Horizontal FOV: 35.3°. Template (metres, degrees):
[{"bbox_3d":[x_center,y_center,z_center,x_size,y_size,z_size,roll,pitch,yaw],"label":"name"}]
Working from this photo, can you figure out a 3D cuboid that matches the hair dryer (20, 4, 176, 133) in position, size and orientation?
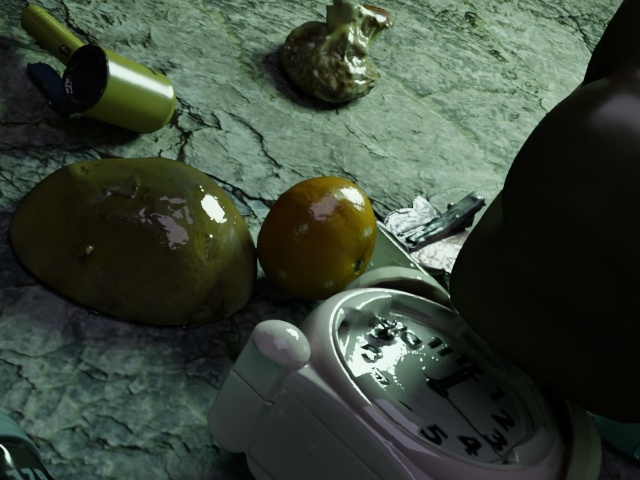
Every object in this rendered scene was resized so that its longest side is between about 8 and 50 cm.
[{"bbox_3d":[-0.322,-0.247,1.383,0.278,0.090,0.135,40,16,34],"label":"hair dryer"}]

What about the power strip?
[{"bbox_3d":[0.102,0.065,1.268,0.092,0.034,0.268,-26,58,-31],"label":"power strip"}]

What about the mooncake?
[{"bbox_3d":[0.338,-0.057,1.025,0.262,0.467,0.467,33,37,7],"label":"mooncake"}]

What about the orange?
[{"bbox_3d":[0.000,0.000,1.201,0.124,0.156,0.156,40,39,22],"label":"orange"}]

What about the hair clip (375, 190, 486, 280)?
[{"bbox_3d":[0.162,-0.011,1.402,0.146,0.056,0.187,38,50,24],"label":"hair clip"}]

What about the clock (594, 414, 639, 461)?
[{"bbox_3d":[0.472,0.192,1.282,0.223,0.094,0.274,28,34,5],"label":"clock"}]

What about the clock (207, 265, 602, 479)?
[{"bbox_3d":[0.099,0.181,1.023,0.342,0.184,0.326,45,37,18],"label":"clock"}]

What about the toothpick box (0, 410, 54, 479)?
[{"bbox_3d":[-0.207,0.314,0.651,0.354,0.263,0.263,41,40,21],"label":"toothpick box"}]

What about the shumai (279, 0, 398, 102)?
[{"bbox_3d":[0.030,-0.323,1.638,0.161,0.153,0.209,21,33,-16],"label":"shumai"}]

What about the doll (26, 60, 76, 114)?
[{"bbox_3d":[-0.366,-0.211,1.377,0.037,0.027,0.125,-12,46,-39],"label":"doll"}]

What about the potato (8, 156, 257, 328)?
[{"bbox_3d":[-0.202,-0.018,1.160,0.299,0.116,0.239,16,41,-8],"label":"potato"}]
